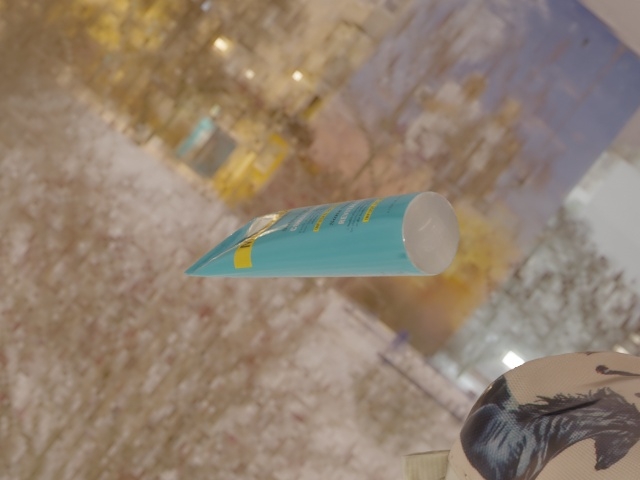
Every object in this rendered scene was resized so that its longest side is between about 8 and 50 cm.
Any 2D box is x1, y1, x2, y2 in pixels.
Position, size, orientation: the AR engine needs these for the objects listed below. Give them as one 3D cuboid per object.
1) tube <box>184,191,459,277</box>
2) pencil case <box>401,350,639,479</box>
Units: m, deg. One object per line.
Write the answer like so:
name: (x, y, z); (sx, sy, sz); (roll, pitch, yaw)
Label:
tube: (0.000, 0.000, 1.030); (0.207, 0.080, 0.052); (-4, -68, 47)
pencil case: (0.182, 0.167, 0.665); (0.410, 0.183, 0.160); (-146, -138, -73)
